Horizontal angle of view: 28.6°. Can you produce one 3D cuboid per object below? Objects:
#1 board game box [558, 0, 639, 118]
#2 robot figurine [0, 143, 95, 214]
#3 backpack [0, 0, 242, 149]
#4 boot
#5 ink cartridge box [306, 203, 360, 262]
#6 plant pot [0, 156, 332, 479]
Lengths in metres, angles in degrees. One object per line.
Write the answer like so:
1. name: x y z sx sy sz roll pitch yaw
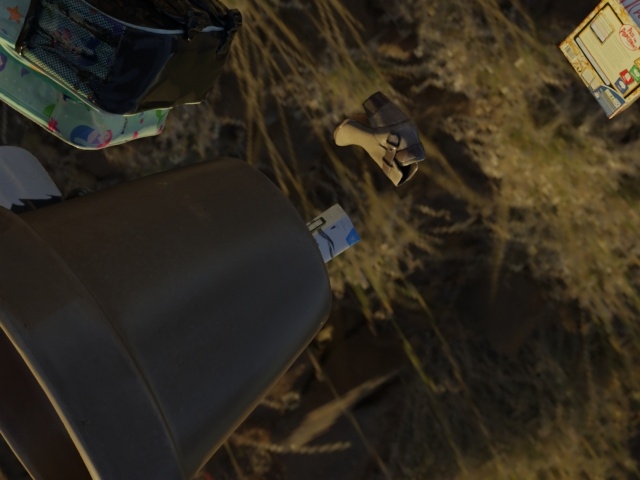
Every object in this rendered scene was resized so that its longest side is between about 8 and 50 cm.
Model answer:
1. board game box: 0.464 -0.293 1.948 0.045 0.147 0.193 -31 173 -21
2. robot figurine: -0.284 0.031 1.108 0.209 0.278 0.173 -36 168 -1
3. backpack: -0.236 -0.217 1.253 0.191 0.253 0.225 -56 170 22
4. boot: 0.061 -0.094 1.276 0.042 0.087 0.118 -27 171 -27
5. ink cartridge box: 0.000 0.000 1.494 0.083 0.028 0.048 -34 133 -3
6. plant pot: -0.124 0.053 0.897 0.229 0.263 0.263 -34 143 -24
